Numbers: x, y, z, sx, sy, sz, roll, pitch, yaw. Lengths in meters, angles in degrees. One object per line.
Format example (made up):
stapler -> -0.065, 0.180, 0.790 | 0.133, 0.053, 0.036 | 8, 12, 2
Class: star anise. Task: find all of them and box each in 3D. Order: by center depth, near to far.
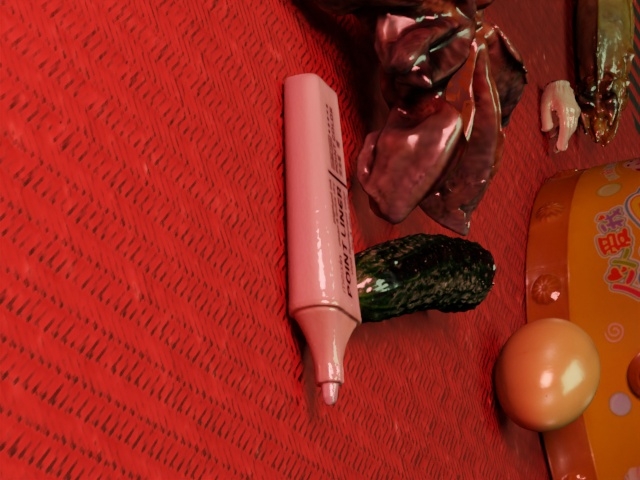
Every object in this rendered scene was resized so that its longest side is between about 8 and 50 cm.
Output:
star anise -> 0.070, -0.138, 1.176 | 0.212, 0.129, 0.283 | -53, 135, -57

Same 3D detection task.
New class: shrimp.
shrimp -> 0.293, -0.189, 1.880 | 0.145, 0.061, 0.267 | 73, 17, -44

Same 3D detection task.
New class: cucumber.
cucumber -> 0.056, 0.024, 1.166 | 0.214, 0.052, 0.058 | -3, 112, -67

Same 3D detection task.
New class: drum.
drum -> 0.342, 0.122, 1.646 | 0.431, 0.214, 0.431 | -10, 90, -71

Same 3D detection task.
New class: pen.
pen -> 0.000, 0.000, 1.052 | 0.053, 0.032, 0.197 | 38, 44, -61

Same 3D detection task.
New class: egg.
egg -> 0.169, 0.103, 1.385 | 0.096, 0.080, 0.080 | -39, 117, -58

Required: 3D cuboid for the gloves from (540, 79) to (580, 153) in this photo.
gloves -> 0.217, -0.120, 1.683 | 0.044, 0.037, 0.081 | 4, 80, -32
